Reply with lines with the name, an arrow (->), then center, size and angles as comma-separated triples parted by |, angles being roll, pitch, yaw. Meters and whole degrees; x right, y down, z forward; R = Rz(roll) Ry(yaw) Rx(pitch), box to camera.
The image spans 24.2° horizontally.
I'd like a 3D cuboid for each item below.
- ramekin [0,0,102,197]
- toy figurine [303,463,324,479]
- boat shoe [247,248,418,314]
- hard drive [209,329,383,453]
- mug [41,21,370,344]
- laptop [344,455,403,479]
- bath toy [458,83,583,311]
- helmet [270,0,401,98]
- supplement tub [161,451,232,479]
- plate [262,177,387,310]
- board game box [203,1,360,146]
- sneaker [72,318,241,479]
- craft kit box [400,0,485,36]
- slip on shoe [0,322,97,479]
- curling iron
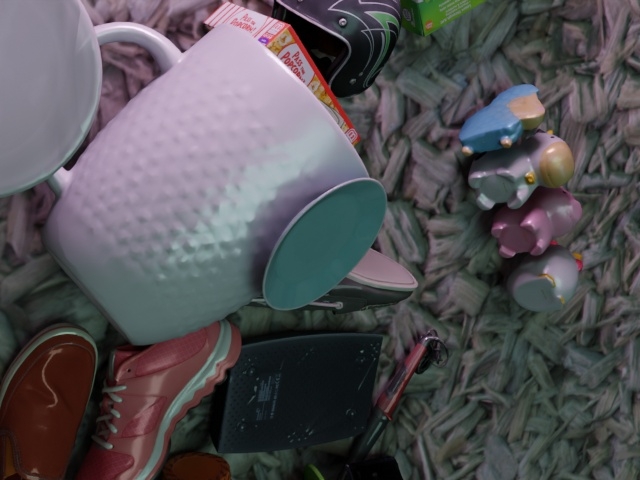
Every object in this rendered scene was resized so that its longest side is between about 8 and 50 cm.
ramekin -> -0.366, -0.182, 1.572 | 0.273, 0.127, 0.272 | -1, 98, -9
toy figurine -> -0.061, 0.422, 2.130 | 0.159, 0.130, 0.173 | -20, 131, -16
boat shoe -> -0.025, 0.050, 2.003 | 0.335, 0.112, 0.095 | 12, 119, -34
hard drive -> -0.036, 0.204, 2.081 | 0.255, 0.054, 0.172 | -3, 110, -36
mug -> -0.180, -0.082, 1.739 | 0.328, 0.276, 0.374 | -42, 105, -10
laptop -> 0.062, 0.462, 2.158 | 0.137, 0.264, 0.234 | -22, 169, 15
bath toy -> 0.315, -0.053, 2.200 | 0.129, 0.151, 0.348 | -65, 143, -46
helmet -> 0.020, -0.276, 1.856 | 0.169, 0.169, 0.161 | -17, 135, -31
supplement tub -> -0.168, 0.391, 2.019 | 0.117, 0.117, 0.190 | -14, 116, -32
plate -> 0.000, 0.000, 1.694 | 0.188, 0.024, 0.188 | -34, 151, -23
board game box -> -0.047, -0.197, 1.847 | 0.045, 0.147, 0.193 | -45, 129, -13
sneaker -> -0.241, 0.202, 1.910 | 0.136, 0.116, 0.314 | 43, 73, -29
craft kit box -> 0.196, -0.433, 1.979 | 0.250, 0.061, 0.246 | -32, 128, -23
slip on shoe -> -0.351, 0.261, 1.840 | 0.123, 0.101, 0.331 | 19, 95, -38
curling iron -> 0.106, 0.253, 2.221 | 0.068, 0.035, 0.274 | 37, 84, -40
